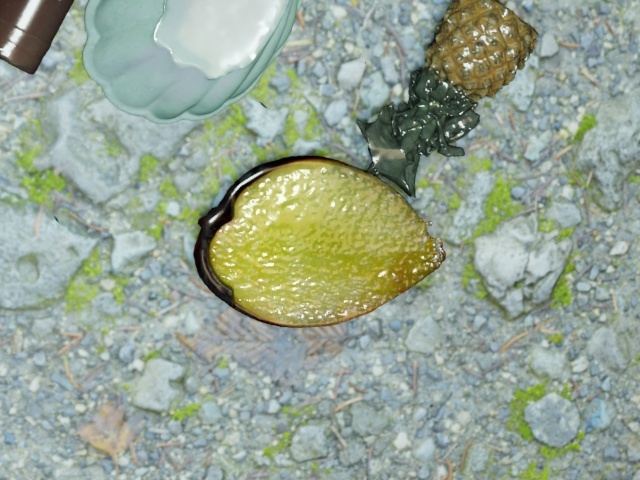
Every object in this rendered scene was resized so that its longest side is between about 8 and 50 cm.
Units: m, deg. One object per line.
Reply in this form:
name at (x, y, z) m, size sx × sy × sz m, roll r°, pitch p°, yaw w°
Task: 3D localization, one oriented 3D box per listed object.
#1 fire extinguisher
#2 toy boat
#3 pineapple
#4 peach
fire extinguisher at (-0.267, -0.283, 1.326) m, size 0.099 × 0.071 × 0.231 m, roll 28°, pitch 94°, yaw 3°
toy boat at (-0.107, -0.238, 1.376) m, size 0.199 × 0.100 × 0.290 m, roll 39°, pitch 91°, yaw -25°
pineapple at (0.129, -0.156, 1.485) m, size 0.119 × 0.111 × 0.237 m, roll 35°, pitch 98°, yaw 5°
peach at (-0.002, -0.001, 1.492) m, size 0.279 × 0.068 × 0.189 m, roll 8°, pitch 105°, yaw -17°
